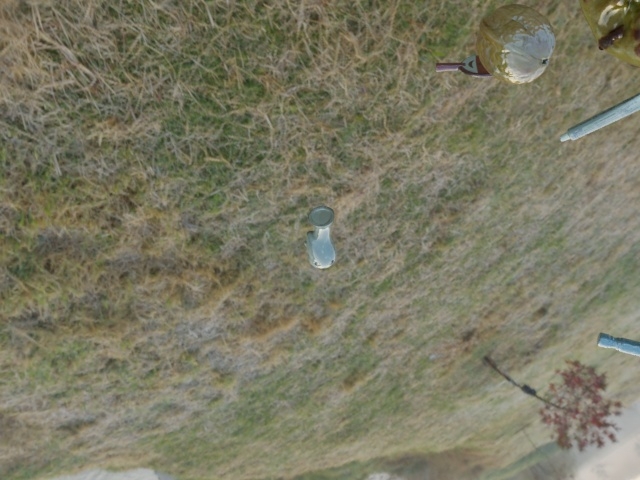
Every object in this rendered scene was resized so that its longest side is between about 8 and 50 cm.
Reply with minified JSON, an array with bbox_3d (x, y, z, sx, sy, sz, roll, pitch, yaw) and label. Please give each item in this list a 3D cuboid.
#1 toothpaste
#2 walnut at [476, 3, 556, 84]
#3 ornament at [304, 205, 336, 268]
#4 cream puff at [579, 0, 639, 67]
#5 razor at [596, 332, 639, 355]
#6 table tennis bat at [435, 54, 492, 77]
[{"bbox_3d":[0.619,-0.266,1.132,0.048,0.029,0.197,22,148,-33],"label":"toothpaste"},{"bbox_3d":[0.280,-0.286,0.753,0.105,0.124,0.105,-32,153,-18],"label":"walnut"},{"bbox_3d":[0.000,0.000,1.243,0.081,0.075,0.156,9,134,9],"label":"ornament"},{"bbox_3d":[0.284,-0.217,0.423,0.084,0.149,0.149,-25,145,-9],"label":"cream puff"},{"bbox_3d":[0.605,0.203,0.893,0.068,0.232,0.106,12,90,-72],"label":"razor"},{"bbox_3d":[0.339,-0.393,1.171,0.154,0.098,0.019,2,136,11],"label":"table tennis bat"}]
